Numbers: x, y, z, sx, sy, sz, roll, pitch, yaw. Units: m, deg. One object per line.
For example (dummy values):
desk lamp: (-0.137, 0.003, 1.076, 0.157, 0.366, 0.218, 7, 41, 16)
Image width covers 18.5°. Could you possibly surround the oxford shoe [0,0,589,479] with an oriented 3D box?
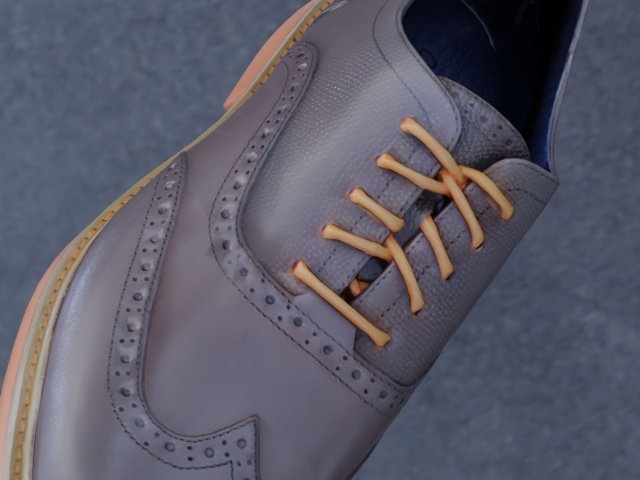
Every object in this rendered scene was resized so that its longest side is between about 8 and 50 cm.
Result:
oxford shoe: (0.000, 0.000, 0.699, 0.130, 0.364, 0.133, 41, 138, -16)
